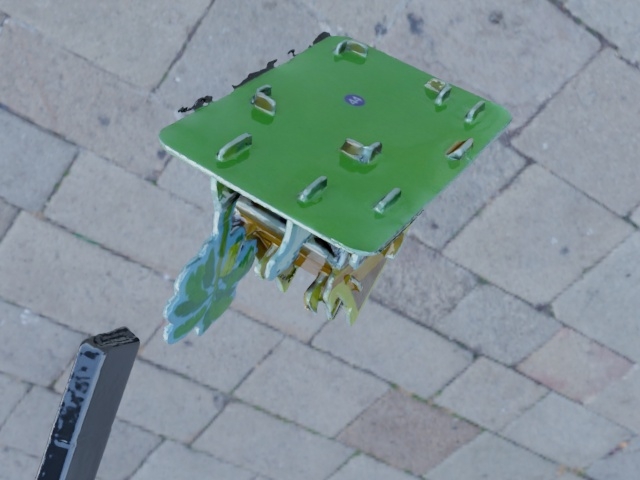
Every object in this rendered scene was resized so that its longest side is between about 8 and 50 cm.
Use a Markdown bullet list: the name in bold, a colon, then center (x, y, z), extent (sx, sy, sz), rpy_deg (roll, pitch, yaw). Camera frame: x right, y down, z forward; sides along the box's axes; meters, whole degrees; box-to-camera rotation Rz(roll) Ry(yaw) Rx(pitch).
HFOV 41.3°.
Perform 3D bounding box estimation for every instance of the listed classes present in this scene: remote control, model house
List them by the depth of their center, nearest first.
- **remote control**: center (-0.188, 0.178, 0.619), extent (0.025, 0.063, 0.245), rpy_deg (24, 102, 19)
- **model house**: center (0.000, 0.000, 0.897), extent (0.242, 0.358, 0.312), rpy_deg (26, 129, 18)
